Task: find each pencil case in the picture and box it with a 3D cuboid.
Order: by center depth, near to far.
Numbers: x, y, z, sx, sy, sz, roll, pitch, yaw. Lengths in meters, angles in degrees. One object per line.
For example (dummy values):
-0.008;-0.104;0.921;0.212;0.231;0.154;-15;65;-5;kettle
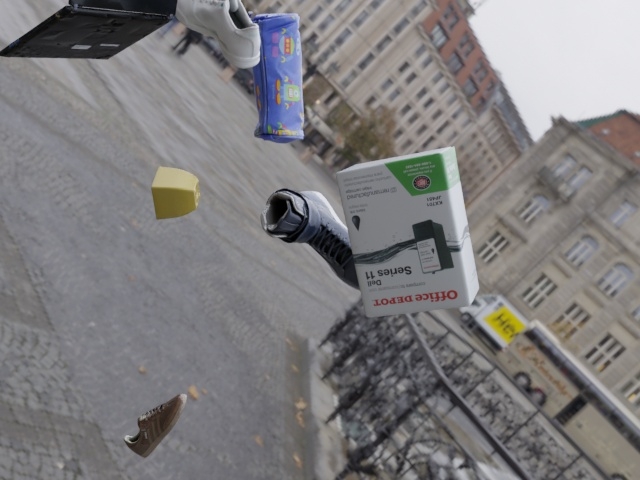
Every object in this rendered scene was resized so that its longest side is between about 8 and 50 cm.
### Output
-0.104;-0.377;1.729;0.119;0.306;0.133;4;11;37;pencil case

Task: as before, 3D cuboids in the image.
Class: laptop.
-0.349;-0.395;1.161;0.234;0.264;0.136;-21;92;-59;laptop

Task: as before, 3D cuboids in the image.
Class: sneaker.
-0.002;0.001;1.230;0.226;0.086;0.163;47;18;21;sneaker
-0.172;-0.387;1.257;0.212;0.080;0.094;42;-36;18;sneaker
-0.382;0.419;1.719;0.071;0.188;0.066;35;11;-14;sneaker

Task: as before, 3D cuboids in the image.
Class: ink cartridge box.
0.121;-0.009;1.016;0.087;0.153;0.208;-33;112;-67;ink cartridge box

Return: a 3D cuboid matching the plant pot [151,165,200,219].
-0.290;-0.096;1.518;0.081;0.083;0.081;-86;177;-52;plant pot
